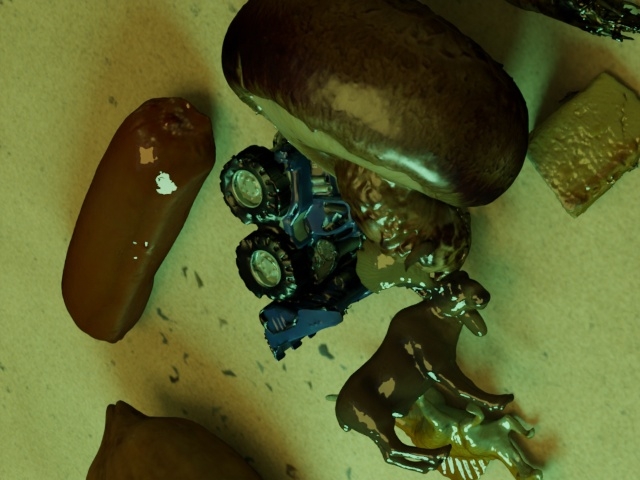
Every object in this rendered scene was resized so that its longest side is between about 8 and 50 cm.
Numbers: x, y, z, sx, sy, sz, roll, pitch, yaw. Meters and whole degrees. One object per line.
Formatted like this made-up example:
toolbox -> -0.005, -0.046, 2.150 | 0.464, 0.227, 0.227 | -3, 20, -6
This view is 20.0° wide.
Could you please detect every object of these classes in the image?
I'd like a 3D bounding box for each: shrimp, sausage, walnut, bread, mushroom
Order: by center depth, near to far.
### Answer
shrimp -> 0.193, -0.206, 1.406 | 0.161, 0.034, 0.091 | 30, 129, 27
mushroom -> 0.051, -0.106, 1.446 | 0.278, 0.163, 0.297 | 49, 172, -19
bread -> 0.220, -0.082, 1.467 | 0.109, 0.080, 0.084 | -41, 82, 11
sausage -> -0.194, -0.014, 1.820 | 0.097, 0.094, 0.348 | 48, 137, 17
walnut -> -0.136, 0.309, 1.886 | 0.336, 0.209, 0.209 | 57, 138, 19

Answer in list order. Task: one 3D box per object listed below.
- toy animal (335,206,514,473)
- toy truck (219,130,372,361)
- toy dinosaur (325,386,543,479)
toy animal -> 0.088, 0.086, 1.577 | 0.214, 0.094, 0.186 | -45, 82, 9
toy truck -> 0.000, 0.000, 1.642 | 0.126, 0.113, 0.208 | 8, 119, 37
toy dinosaur -> 0.115, 0.178, 1.693 | 0.212, 0.057, 0.142 | -9, 117, 52
